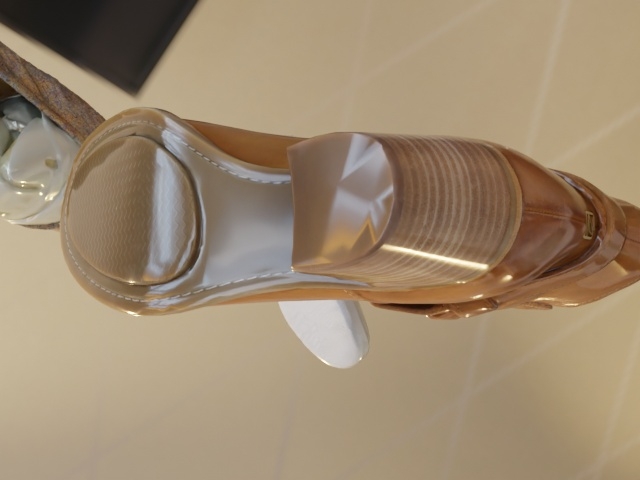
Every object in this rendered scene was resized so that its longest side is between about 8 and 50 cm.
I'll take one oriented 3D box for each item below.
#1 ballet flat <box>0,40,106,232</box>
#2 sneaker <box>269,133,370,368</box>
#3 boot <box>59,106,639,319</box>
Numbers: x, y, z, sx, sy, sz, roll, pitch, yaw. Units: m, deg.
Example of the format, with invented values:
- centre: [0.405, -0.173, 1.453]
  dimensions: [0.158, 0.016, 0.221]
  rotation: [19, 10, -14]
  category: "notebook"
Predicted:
- centre: [-0.233, -0.080, 0.985]
  dimensions: [0.316, 0.107, 0.106]
  rotation: [42, -154, -26]
  category: "ballet flat"
- centre: [0.000, 0.000, 1.228]
  dimensions: [0.094, 0.080, 0.212]
  rotation: [-19, -104, -38]
  category: "sneaker"
- centre: [0.016, -0.010, 0.784]
  dimensions: [0.283, 0.109, 0.220]
  rotation: [-8, 169, 44]
  category: "boot"
